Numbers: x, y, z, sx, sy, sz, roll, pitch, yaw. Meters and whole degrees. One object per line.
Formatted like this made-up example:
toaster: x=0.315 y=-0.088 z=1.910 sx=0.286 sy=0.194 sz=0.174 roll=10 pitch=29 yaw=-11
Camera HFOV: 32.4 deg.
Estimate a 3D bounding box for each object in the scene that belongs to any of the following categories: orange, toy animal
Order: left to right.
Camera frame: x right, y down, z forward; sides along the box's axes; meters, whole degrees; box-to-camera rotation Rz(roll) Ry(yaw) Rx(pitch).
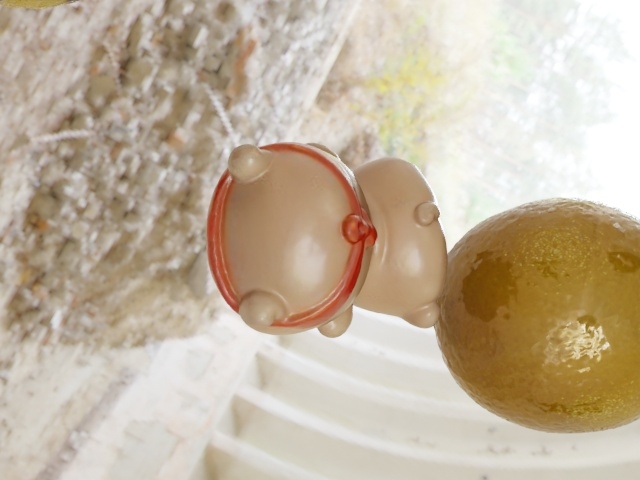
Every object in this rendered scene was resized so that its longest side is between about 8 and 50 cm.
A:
toy animal: x=0.000 y=0.000 z=0.888 sx=0.171 sy=0.197 sz=0.171 roll=-4 pitch=-95 yaw=54
orange: x=0.219 y=0.067 z=0.993 sx=0.236 sy=0.236 sz=0.236 roll=-62 pitch=180 yaw=0

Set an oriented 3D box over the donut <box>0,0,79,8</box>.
donut: x=-0.256 y=-0.282 z=1.081 sx=0.184 sy=0.073 sz=0.166 roll=-16 pitch=176 yaw=-21
